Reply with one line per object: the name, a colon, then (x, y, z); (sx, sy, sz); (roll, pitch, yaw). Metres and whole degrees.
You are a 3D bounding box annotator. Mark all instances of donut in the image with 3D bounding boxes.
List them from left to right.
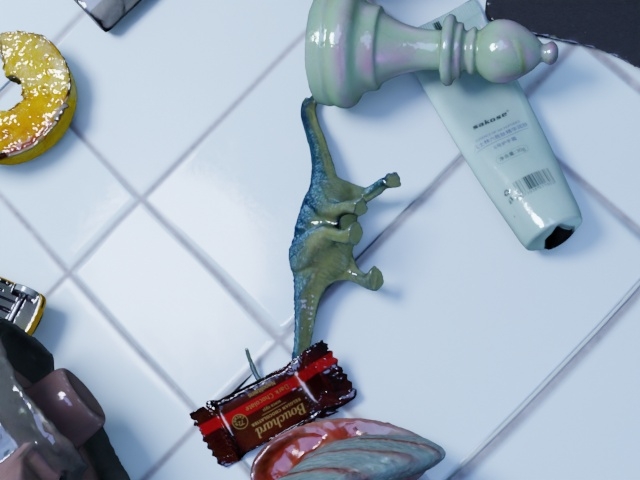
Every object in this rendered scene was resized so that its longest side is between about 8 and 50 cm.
donut: (-0.379, -0.166, 1.132); (0.146, 0.078, 0.181); (32, 79, 14)

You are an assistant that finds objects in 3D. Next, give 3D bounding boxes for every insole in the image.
insole: (0.345, -0.251, 1.053); (0.309, 0.012, 0.110); (13, 82, 13)

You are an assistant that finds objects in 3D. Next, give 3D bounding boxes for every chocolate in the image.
chocolate: (-0.054, 0.185, 1.013); (0.182, 0.028, 0.086); (-31, 102, 9)

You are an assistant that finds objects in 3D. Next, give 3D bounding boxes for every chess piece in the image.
chess piece: (0.127, -0.212, 1.013); (0.271, 0.139, 0.139); (5, 79, 12)

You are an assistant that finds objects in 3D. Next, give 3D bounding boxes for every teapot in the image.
teapot: (-0.382, 0.276, 0.901); (0.361, 0.376, 0.305); (-40, 106, -8)

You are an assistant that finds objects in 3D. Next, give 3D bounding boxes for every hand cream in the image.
hand cream: (0.198, -0.134, 1.036); (0.109, 0.067, 0.321); (-26, 70, 5)

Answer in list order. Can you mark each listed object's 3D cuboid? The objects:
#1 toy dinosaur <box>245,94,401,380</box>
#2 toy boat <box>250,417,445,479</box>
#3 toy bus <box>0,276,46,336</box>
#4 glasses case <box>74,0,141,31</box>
toy dinosaur: (0.009, -0.004, 1.026); (0.147, 0.076, 0.363); (0, 78, 44)
toy boat: (0.015, 0.221, 0.871); (0.206, 0.282, 0.096); (-7, 79, 9)
toy bus: (-0.401, 0.074, 1.083); (0.162, 0.074, 0.070); (20, 75, 16)
glasses case: (-0.201, -0.403, 1.155); (0.299, 0.060, 0.114); (-43, 72, -1)
